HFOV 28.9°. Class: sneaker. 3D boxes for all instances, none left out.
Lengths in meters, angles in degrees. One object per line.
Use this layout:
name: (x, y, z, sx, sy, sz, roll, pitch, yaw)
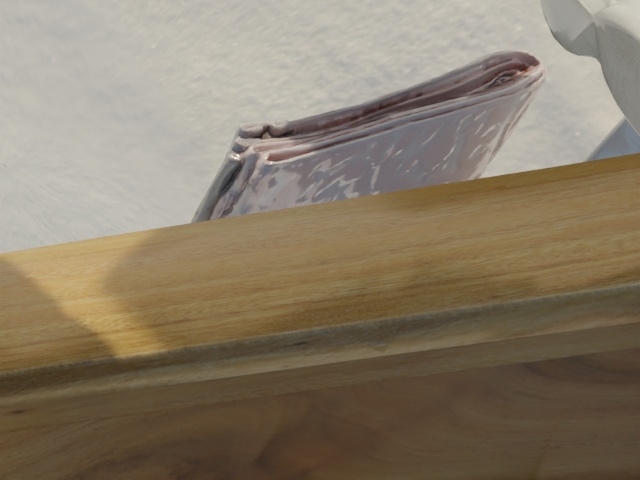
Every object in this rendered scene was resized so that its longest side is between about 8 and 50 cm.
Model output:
sneaker: (0.203, -0.119, 0.705, 0.094, 0.212, 0.080, -20, 132, -3)

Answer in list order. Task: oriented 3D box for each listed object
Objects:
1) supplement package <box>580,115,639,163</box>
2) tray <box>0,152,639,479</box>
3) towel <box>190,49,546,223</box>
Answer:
supplement package: (0.251, 0.023, 0.975, 0.177, 0.293, 0.175, 45, 38, 10)
tray: (-0.039, 0.094, 0.435, 0.411, 0.076, 0.202, -8, 125, 10)
towel: (0.000, 0.000, 0.977, 0.317, 0.332, 0.053, -19, 63, -42)
